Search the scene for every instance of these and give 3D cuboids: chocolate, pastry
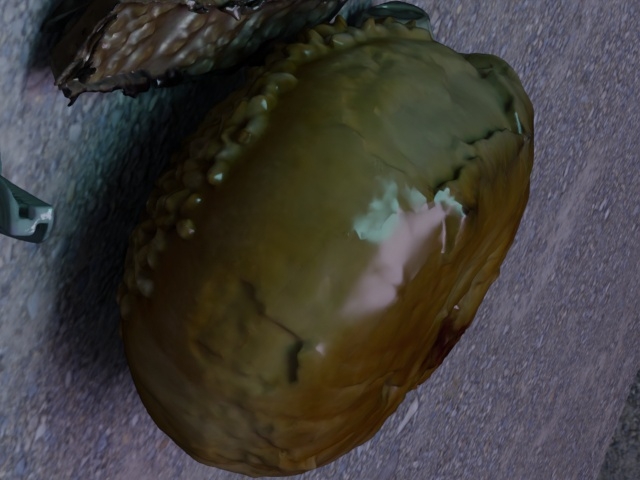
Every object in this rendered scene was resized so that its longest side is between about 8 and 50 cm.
[{"bbox_3d":[-0.091,-0.164,1.390,0.102,0.065,0.329,-41,169,27],"label":"chocolate"},{"bbox_3d":[0.000,0.000,1.493,0.409,0.245,0.409,-49,166,-17],"label":"pastry"}]

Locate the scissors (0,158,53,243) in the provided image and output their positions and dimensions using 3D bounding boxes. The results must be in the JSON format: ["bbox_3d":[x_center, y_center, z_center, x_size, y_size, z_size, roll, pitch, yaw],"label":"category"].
[{"bbox_3d":[-0.205,-0.034,1.069,0.030,0.256,0.125,1,102,-26],"label":"scissors"}]

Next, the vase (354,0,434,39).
[{"bbox_3d":[0.062,-0.096,1.720,0.128,0.128,0.248,-32,131,-53],"label":"vase"}]
